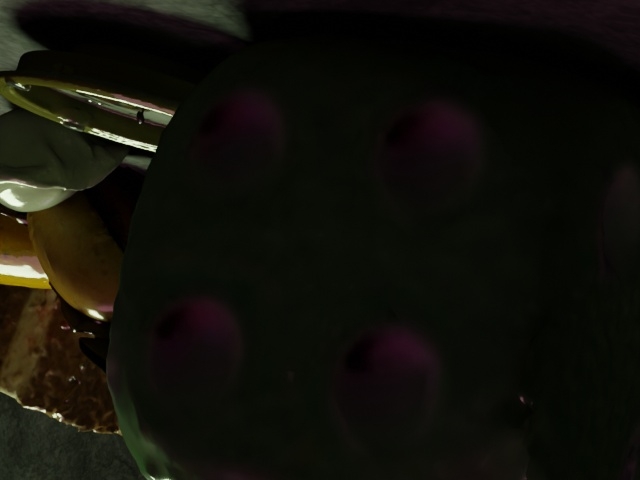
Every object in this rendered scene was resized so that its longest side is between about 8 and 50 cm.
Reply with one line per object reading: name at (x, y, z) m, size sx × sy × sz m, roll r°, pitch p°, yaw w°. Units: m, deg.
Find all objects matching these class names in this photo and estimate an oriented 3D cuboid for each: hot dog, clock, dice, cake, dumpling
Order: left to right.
dumpling at (-0.244, -0.075, 1.568) m, size 0.134 × 0.099 × 0.169 m, roll 1°, pitch 174°, yaw -6°
cake at (-0.322, 0.091, 2.136) m, size 0.290 × 0.255 × 0.282 m, roll 17°, pitch 175°, yaw 28°
hot dog at (-0.219, -0.013, 1.643) m, size 0.326 × 0.107 × 0.194 m, roll 41°, pitch -145°, yaw 24°
clock at (-0.138, -0.111, 1.315) m, size 0.237 × 0.057 × 0.237 m, roll 14°, pitch 173°, yaw 2°
dice at (0.070, 0.053, 1.158) m, size 0.322 × 0.330 × 0.318 m, roll 6°, pitch 170°, yaw 31°

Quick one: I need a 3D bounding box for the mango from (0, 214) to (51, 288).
mango at (-0.283, -0.015, 1.873) m, size 0.359 × 0.144 × 0.187 m, roll 7°, pitch -172°, yaw -7°
